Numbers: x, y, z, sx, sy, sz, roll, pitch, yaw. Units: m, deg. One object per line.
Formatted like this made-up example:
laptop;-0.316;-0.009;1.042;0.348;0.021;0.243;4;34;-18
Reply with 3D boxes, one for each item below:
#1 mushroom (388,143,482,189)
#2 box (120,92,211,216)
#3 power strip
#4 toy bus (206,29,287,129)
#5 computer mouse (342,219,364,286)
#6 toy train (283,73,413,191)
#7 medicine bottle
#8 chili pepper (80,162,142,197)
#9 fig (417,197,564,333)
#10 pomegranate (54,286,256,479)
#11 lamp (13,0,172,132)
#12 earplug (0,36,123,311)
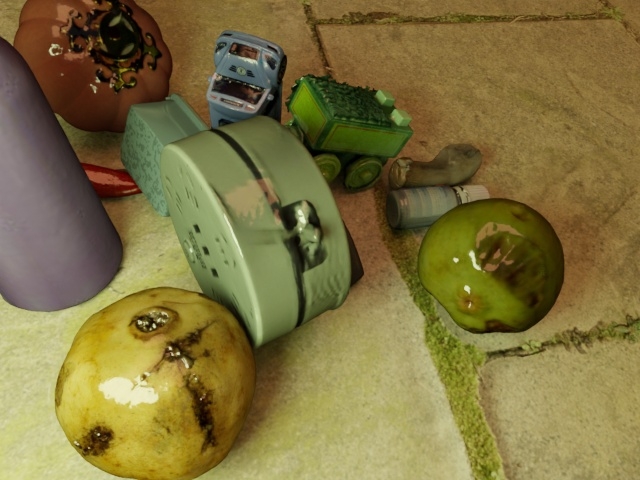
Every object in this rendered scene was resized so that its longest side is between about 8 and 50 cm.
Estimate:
mushroom;0.240;-0.148;1.089;0.223;0.081;0.092;-18;92;-26
box;-0.274;-0.157;0.977;0.130;0.162;0.227;-15;56;-43
power strip;-0.106;-0.011;0.788;0.161;0.358;0.357;-24;61;-25
toy bus;-0.145;-0.241;0.985;0.125;0.292;0.133;18;57;5
computer mouse;0.002;-0.002;0.970;0.126;0.071;0.231;-12;58;-15
toy train;0.043;-0.208;1.028;0.271;0.188;0.159;-1;50;-38
medicine bottle;0.240;-0.071;1.044;0.203;0.083;0.084;-5;56;-12
chili pepper;-0.455;-0.120;1.002;0.272;0.063;0.071;8;67;-6
fig;0.300;0.028;0.898;0.239;0.239;0.271;27;42;12
pomegranate;-0.218;0.190;0.703;0.260;0.260;0.261;4;55;-5
lamp;-0.464;-0.368;1.063;0.239;0.305;0.305;-7;39;45
earplug;-0.449;-0.094;0.742;0.215;0.456;0.215;2;54;-3
